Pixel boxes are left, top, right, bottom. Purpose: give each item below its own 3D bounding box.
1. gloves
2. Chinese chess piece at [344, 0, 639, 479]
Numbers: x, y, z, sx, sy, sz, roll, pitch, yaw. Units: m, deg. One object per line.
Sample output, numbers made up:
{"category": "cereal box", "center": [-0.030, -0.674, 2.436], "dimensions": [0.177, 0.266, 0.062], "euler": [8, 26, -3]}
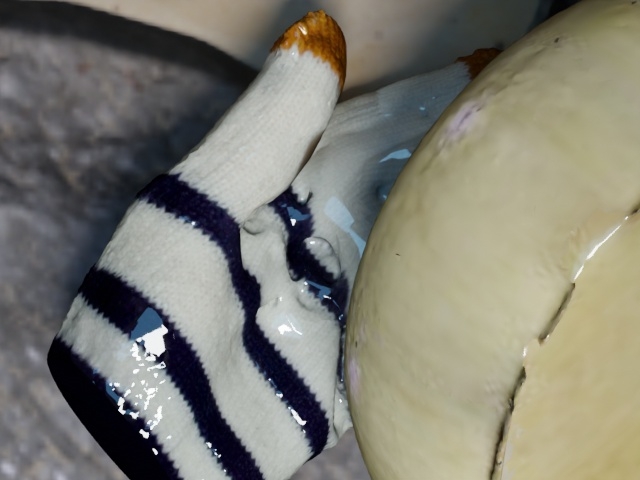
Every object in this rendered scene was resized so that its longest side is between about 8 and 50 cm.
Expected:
{"category": "gloves", "center": [0.001, 0.008, 0.796], "dimensions": [0.218, 0.131, 0.140], "euler": [-41, 79, -19]}
{"category": "Chinese chess piece", "center": [0.132, 0.029, 0.710], "dimensions": [0.257, 0.257, 0.104], "euler": [-56, 43, 8]}
